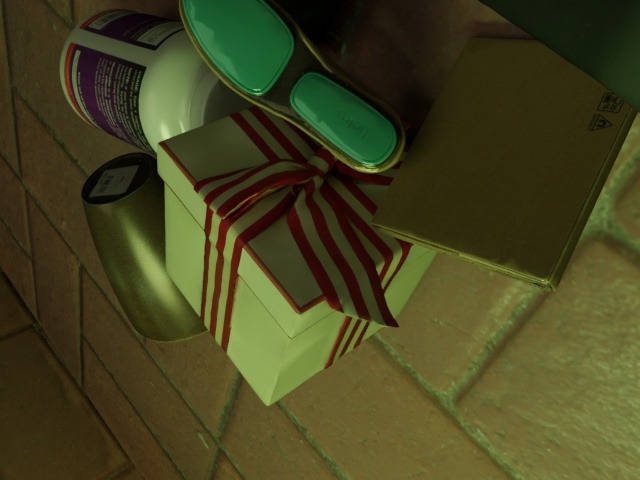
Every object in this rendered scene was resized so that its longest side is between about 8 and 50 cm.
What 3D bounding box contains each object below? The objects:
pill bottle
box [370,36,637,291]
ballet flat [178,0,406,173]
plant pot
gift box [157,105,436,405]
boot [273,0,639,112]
[{"bbox_3d":[-0.201,-0.202,0.798,0.323,0.181,0.181,27,129,38],"label":"pill bottle"},{"bbox_3d":[0.150,-0.076,0.481,0.164,0.201,0.021,21,169,41],"label":"box"},{"bbox_3d":[-0.024,-0.140,0.517,0.232,0.073,0.080,42,103,-1],"label":"ballet flat"},{"bbox_3d":[-0.238,-0.005,0.863,0.215,0.215,0.230,25,151,39],"label":"plant pot"},{"bbox_3d":[0.000,0.000,0.639,0.276,0.255,0.258,43,146,20],"label":"gift box"},{"bbox_3d":[0.104,-0.218,0.464,0.445,0.146,0.367,41,136,27],"label":"boot"}]
